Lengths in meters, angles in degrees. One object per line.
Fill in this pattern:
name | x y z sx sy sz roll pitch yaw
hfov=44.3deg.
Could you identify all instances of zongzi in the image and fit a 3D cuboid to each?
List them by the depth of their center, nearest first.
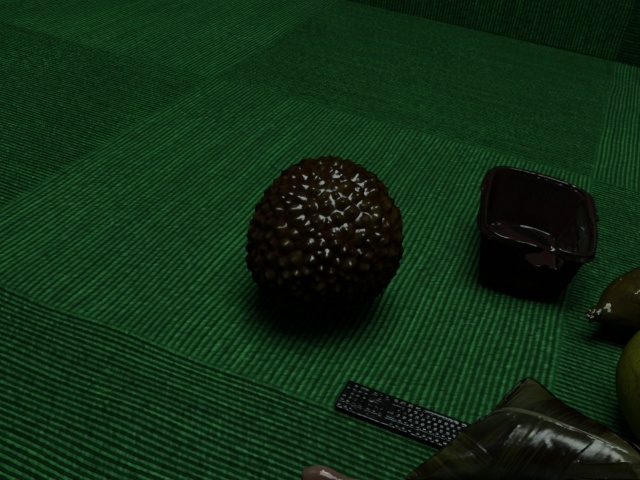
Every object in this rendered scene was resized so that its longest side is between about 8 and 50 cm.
zongzi | 0.268 0.292 0.947 0.241 0.111 0.247 -25 30 -28

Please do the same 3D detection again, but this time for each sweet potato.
sweet potato | 0.612 0.098 1.317 0.369 0.158 0.158 1 32 -2

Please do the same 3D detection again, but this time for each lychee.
lychee | 0.000 0.000 1.246 0.267 0.268 0.267 6 32 -4

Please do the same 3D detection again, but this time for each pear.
pear | 0.511 0.209 1.088 0.197 0.197 0.197 6 32 -4

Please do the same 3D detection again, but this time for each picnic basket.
picnic basket | 0.389 -0.011 1.453 0.222 0.129 0.297 15 33 8

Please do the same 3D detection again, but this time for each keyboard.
keyboard | 0.123 0.247 1.090 0.204 0.013 0.061 18 33 15

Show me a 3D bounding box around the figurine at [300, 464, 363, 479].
figurine | 0.154 0.371 0.773 0.420 0.154 0.193 17 28 11
